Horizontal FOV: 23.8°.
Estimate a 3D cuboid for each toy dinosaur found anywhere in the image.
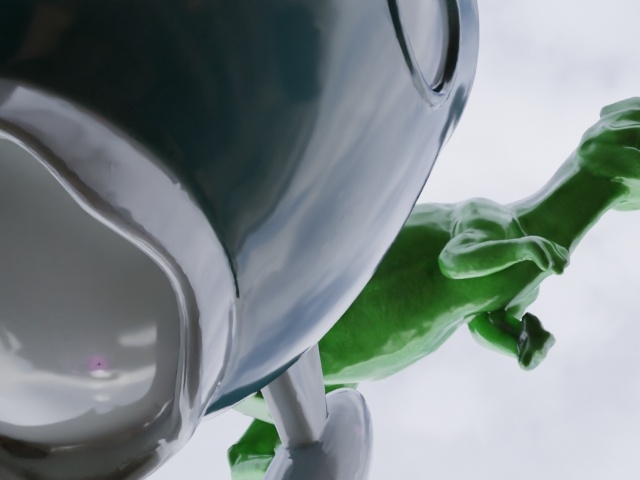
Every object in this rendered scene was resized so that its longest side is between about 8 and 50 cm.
[{"bbox_3d":[0.000,0.000,1.093,0.500,0.144,0.374,16,-125,47],"label":"toy dinosaur"}]

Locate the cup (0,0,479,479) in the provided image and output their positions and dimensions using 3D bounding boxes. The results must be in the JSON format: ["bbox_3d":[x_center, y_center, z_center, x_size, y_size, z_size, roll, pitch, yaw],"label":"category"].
[{"bbox_3d":[-0.055,-0.023,0.412,0.167,0.300,0.173,-11,-152,26],"label":"cup"}]
